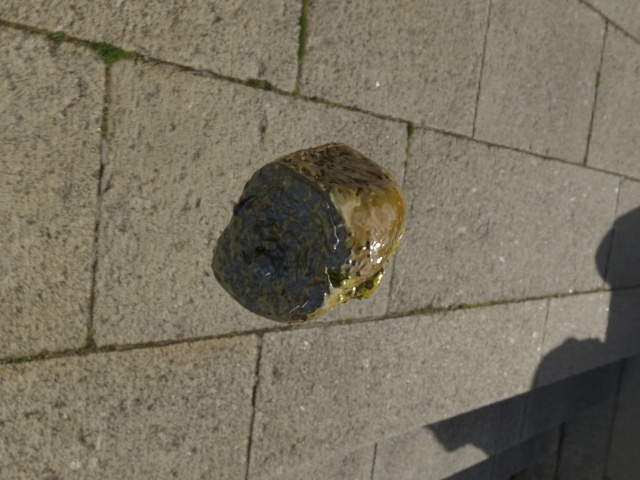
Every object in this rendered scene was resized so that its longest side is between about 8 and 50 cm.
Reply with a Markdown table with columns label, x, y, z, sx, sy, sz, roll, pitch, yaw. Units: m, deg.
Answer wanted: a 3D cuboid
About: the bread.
| label | x | y | z | sx | sy | sz | roll | pitch | yaw |
| --- | --- | --- | --- | --- | --- | --- | --- | --- | --- |
| bread | 0.000 | 0.000 | 0.655 | 0.246 | 0.176 | 0.195 | -29 | 152 | -59 |
